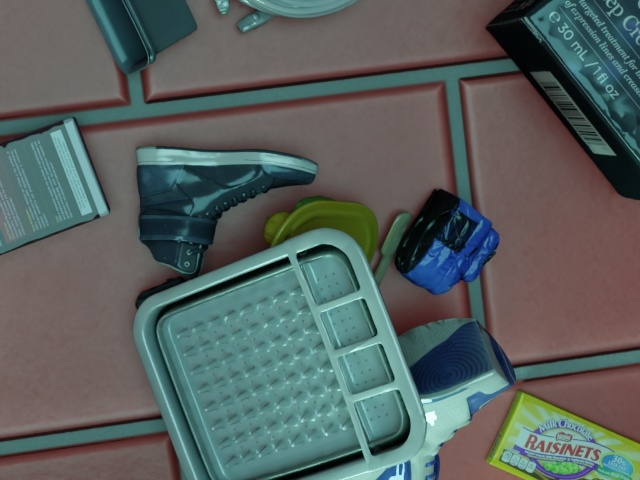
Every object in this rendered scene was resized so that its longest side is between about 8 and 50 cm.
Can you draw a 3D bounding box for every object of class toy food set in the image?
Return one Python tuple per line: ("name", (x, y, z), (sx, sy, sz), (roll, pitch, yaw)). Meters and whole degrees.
("toy food set", (0.000, 0.000, 1.937), (0.218, 0.071, 0.128), (4, 111, -45))

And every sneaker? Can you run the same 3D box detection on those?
("sneaker", (-0.116, -0.032, 1.921), (0.226, 0.086, 0.163), (1, 86, 2))
("sneaker", (0.115, 0.232, 1.940), (0.315, 0.127, 0.182), (-31, 129, 19))

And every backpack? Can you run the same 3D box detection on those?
("backpack", (0.159, 0.011, 1.959), (0.101, 0.098, 0.120), (37, 90, -13))

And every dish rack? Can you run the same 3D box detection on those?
("dish rack", (-0.043, 0.154, 1.848), (0.333, 0.072, 0.285), (-21, 90, 26))

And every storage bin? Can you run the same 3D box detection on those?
("storage bin", (-0.219, -0.282, 1.895), (0.091, 0.098, 0.135), (-29, 99, -31))

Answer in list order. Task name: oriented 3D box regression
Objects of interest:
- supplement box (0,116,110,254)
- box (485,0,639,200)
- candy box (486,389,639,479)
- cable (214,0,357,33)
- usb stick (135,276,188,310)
("supplement box", (-0.391, -0.051, 1.901), (0.239, 0.073, 0.130), (-20, 97, -5))
("box", (0.459, -0.280, 1.907), (0.395, 0.212, 0.293), (-41, 98, -2))
("candy box", (0.331, 0.283, 2.042), (0.206, 0.027, 0.105), (24, 89, -9))
("cable", (-0.025, -0.397, 1.875), (0.257, 0.089, 0.257), (-21, 110, -11))
("usb stick", (-0.154, 0.181, 1.966), (0.077, 0.045, 0.278), (-21, 98, -5))
